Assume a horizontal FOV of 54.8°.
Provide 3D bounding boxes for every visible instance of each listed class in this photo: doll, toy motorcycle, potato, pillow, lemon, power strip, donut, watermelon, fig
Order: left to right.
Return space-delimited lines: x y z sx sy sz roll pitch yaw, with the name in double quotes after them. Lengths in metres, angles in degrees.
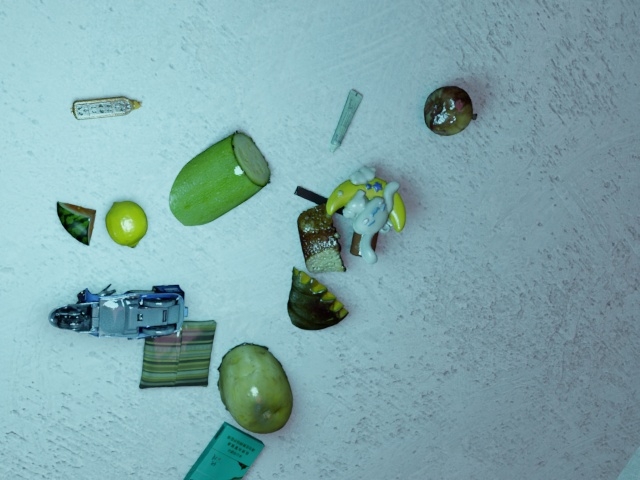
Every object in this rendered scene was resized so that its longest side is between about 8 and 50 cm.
-0.622 -0.047 1.619 0.094 0.125 0.135 -53 153 -38 "watermelon"
-0.549 -0.342 1.593 0.178 0.028 0.049 -11 106 -22 "power strip"
-0.529 0.185 1.636 0.358 0.212 0.125 1 100 -29 "toy motorcycle"
-0.512 -0.043 1.637 0.109 0.109 0.133 -22 102 -18 "lemon"
-0.414 0.333 1.802 0.208 0.052 0.212 4 102 -29 "pillow"
-0.187 0.466 1.852 0.242 0.242 0.285 -16 111 -20 "potato"
-0.001 0.006 1.884 0.126 0.144 0.186 -15 132 -13 "donut"
0.147 -0.091 1.846 0.237 0.111 0.252 44 70 -3 "doll"
0.435 -0.394 1.971 0.231 0.143 0.160 24 123 -34 "fig"

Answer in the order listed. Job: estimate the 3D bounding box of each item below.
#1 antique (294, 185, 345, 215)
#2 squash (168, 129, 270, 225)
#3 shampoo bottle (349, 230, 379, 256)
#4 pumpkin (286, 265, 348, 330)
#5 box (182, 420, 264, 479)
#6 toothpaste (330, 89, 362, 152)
0.006 -0.120 1.906 0.192 0.015 0.031 22 91 -28 "antique"
-0.294 -0.170 1.755 0.260 0.189 0.189 -28 118 23 "squash"
0.153 -0.068 1.951 0.085 0.085 0.244 9 96 -26 "shampoo bottle"
-0.021 0.217 1.911 0.149 0.130 0.254 -48 118 -8 "pumpkin"
-0.303 0.702 1.946 0.161 0.042 0.226 38 85 -26 "box"
0.073 -0.358 1.873 0.048 0.029 0.197 23 89 -30 "toothpaste"
